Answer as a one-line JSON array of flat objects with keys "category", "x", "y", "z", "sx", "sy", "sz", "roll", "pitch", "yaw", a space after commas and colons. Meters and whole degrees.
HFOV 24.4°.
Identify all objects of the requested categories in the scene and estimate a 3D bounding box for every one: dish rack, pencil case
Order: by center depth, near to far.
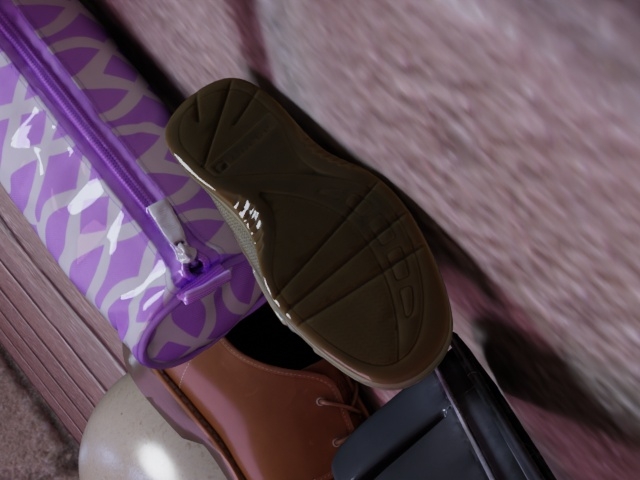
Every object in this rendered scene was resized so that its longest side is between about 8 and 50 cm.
[{"category": "dish rack", "x": 0.102, "y": 0.180, "z": 0.474, "sx": 0.271, "sy": 0.074, "sz": 0.208, "roll": 55, "pitch": -175, "yaw": -21}, {"category": "pencil case", "x": -0.101, "y": -0.036, "z": 0.668, "sx": 0.206, "sy": 0.086, "sz": 0.088, "roll": 49, "pitch": 177, "yaw": 18}]

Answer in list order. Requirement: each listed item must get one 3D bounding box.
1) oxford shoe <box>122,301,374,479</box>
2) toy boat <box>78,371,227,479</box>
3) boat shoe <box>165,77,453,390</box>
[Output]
[{"category": "oxford shoe", "x": 0.000, "y": 0.096, "z": 0.702, "sx": 0.212, "sy": 0.076, "sz": 0.076, "roll": 43, "pitch": 124, "yaw": 3}, {"category": "toy boat", "x": -0.021, "y": 0.197, "z": 0.877, "sx": 0.267, "sy": 0.148, "sz": 0.318, "roll": 40, "pitch": 153, "yaw": 27}, {"category": "boat shoe", "x": -0.002, "y": 0.001, "z": 0.521, "sx": 0.153, "sy": 0.056, "sz": 0.048, "roll": 44, "pitch": 171, "yaw": 38}]
